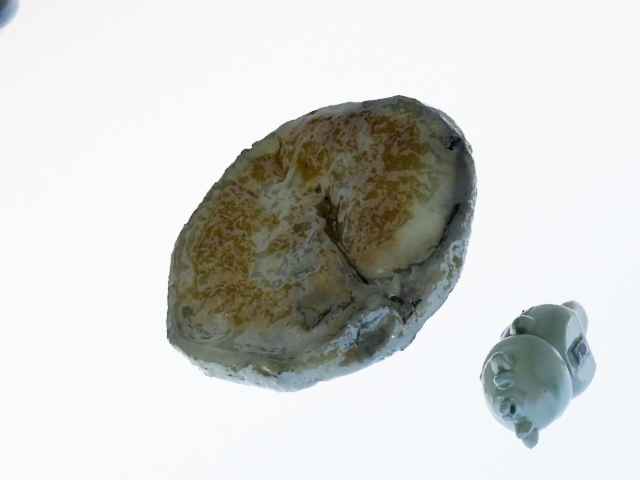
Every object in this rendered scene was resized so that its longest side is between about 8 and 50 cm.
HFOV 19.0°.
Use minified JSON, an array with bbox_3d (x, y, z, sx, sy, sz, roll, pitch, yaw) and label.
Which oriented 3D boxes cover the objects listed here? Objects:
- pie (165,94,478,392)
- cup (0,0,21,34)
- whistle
[{"bbox_3d":[0.000,0.000,1.798,0.339,0.077,0.339,-19,-133,22],"label":"pie"},{"bbox_3d":[-0.383,-0.275,1.899,0.169,0.177,0.223,-18,-163,-27],"label":"cup"},{"bbox_3d":[0.212,0.119,1.858,0.092,0.110,0.244,-18,-167,28],"label":"whistle"}]
